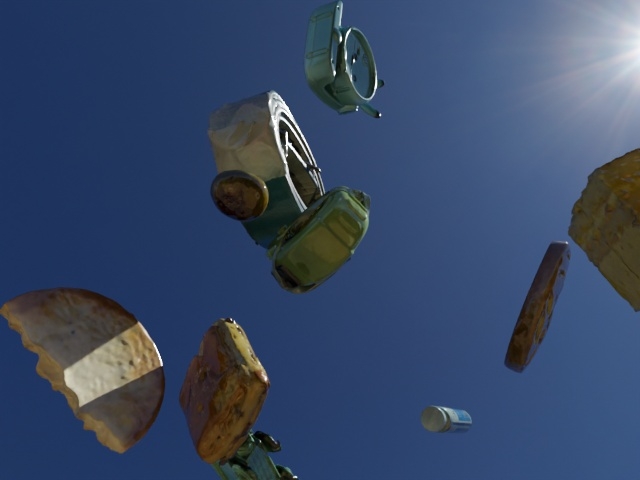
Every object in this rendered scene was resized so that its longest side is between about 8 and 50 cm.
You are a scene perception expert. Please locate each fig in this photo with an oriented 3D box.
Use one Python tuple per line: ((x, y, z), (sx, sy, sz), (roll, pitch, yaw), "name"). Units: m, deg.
((-0.117, -0.073, 0.708), (0.084, 0.098, 0.082), (-8, -71, 20), "fig")

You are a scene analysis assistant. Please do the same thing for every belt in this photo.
((-0.102, -0.147, 1.092), (0.173, 0.300, 0.436), (-16, -29, 14), "belt")

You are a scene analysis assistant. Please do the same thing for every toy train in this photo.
((-0.179, 0.556, 1.143), (0.120, 0.203, 0.300), (-48, -44, -36), "toy train")

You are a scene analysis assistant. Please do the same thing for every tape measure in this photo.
((0.000, 0.000, 0.729), (0.200, 0.175, 0.106), (-39, -76, 14), "tape measure")

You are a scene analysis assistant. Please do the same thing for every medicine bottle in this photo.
((0.262, 0.370, 0.947), (0.051, 0.051, 0.191), (-49, -39, 6), "medicine bottle")

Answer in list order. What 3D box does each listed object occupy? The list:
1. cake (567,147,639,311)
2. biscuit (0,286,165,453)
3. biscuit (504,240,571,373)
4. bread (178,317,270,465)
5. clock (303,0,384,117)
((0.615, -0.007, 0.777), (0.228, 0.285, 0.222), (-26, -32, 1), "cake")
((-0.386, 0.202, 0.809), (0.040, 0.204, 0.309), (-38, -89, 24), "biscuit")
((0.610, 0.192, 1.276), (0.394, 0.070, 0.350), (-56, -31, -23), "biscuit")
((-0.201, 0.296, 0.903), (0.099, 0.210, 0.235), (10, -66, -35), "bread")
((0.035, -0.212, 0.576), (0.045, 0.147, 0.108), (-3, -107, 32), "clock")
